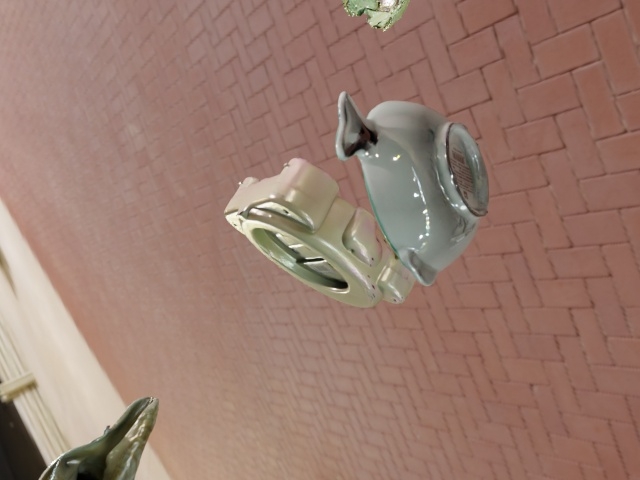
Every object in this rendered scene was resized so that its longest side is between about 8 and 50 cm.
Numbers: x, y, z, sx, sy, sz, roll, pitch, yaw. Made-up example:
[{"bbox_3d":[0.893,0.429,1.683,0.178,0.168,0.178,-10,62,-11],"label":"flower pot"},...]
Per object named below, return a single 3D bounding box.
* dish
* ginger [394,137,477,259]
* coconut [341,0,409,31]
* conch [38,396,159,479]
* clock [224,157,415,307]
[{"bbox_3d":[0.117,-0.073,0.752,0.078,0.246,0.224,-16,56,34],"label":"dish"},{"bbox_3d":[0.175,-0.065,1.072,0.074,0.213,0.137,32,150,-19],"label":"ginger"},{"bbox_3d":[0.114,-0.433,1.256,0.133,0.055,0.158,-56,43,22],"label":"coconut"},{"bbox_3d":[-0.353,0.424,1.072,0.203,0.386,0.170,21,152,-7],"label":"conch"},{"bbox_3d":[0.000,0.000,1.240,0.309,0.114,0.284,38,159,-20],"label":"clock"}]
